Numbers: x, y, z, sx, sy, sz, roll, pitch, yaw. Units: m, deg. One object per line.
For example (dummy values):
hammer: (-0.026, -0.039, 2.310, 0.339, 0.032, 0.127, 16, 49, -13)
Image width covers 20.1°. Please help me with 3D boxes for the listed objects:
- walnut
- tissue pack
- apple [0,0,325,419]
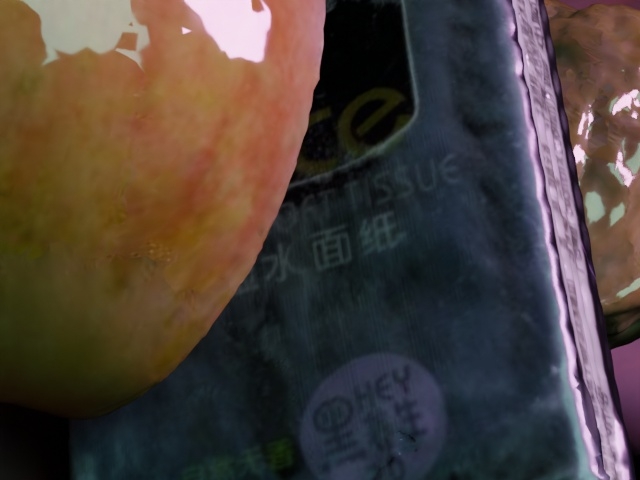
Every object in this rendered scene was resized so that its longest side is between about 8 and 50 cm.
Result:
walnut: (0.133, -0.039, 1.038, 0.198, 0.198, 0.245, 34, 49, -14)
tissue pack: (0.000, 0.000, 0.892, 0.122, 0.259, 0.361, 47, 33, -58)
apple: (-0.160, -0.087, 0.838, 0.314, 0.252, 0.309, 2, 54, -12)
